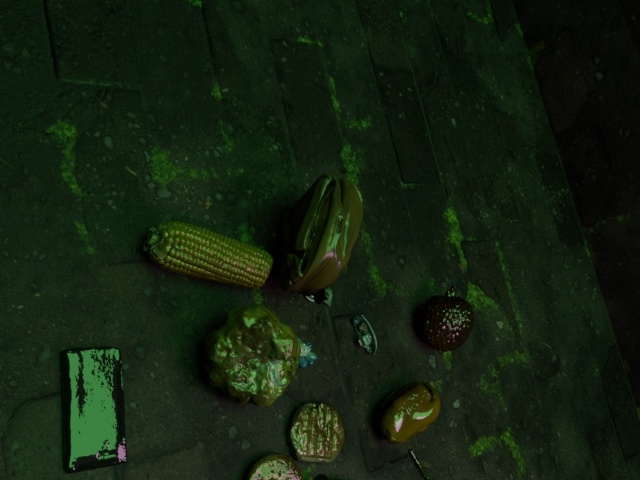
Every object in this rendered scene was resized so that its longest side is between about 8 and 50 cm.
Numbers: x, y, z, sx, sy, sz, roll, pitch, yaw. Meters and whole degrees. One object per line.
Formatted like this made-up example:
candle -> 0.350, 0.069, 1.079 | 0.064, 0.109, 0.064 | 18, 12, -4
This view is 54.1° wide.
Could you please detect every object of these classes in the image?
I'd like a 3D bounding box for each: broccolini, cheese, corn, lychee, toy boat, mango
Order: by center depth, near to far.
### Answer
corn -> -0.297, 0.044, 1.739 | 0.387, 0.144, 0.144 | 17, 64, -32
cheese -> -0.010, 0.167, 1.999 | 0.120, 0.026, 0.067 | 22, 62, -32
mango -> 0.284, 0.557, 2.017 | 0.248, 0.155, 0.151 | -32, 131, -40
toy boat -> 0.145, 0.311, 2.048 | 0.066, 0.059, 0.140 | -30, 95, -53
broccolini -> 0.354, 0.780, 2.070 | 0.042, 0.044, 0.218 | -30, 89, -26
lychee -> 0.446, 0.276, 2.222 | 0.200, 0.200, 0.239 | 19, 78, -33

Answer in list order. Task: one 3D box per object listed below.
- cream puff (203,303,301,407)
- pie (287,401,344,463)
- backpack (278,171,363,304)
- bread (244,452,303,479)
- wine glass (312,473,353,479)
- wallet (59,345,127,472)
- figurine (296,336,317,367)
cream puff -> -0.187, 0.310, 1.700 | 0.281, 0.185, 0.282 | 0, 90, -13
pie -> -0.012, 0.562, 1.842 | 0.195, 0.046, 0.195 | 13, 68, -35
backpack -> -0.006, -0.002, 1.870 | 0.201, 0.353, 0.378 | 23, 60, -16
bread -> -0.127, 0.675, 1.700 | 0.193, 0.064, 0.194 | 11, 67, -29
wine glass -> 0.084, 0.746, 1.816 | 0.230, 0.103, 0.103 | 25, 60, -33
wallet -> -0.538, 0.395, 1.490 | 0.145, 0.030, 0.286 | 2, 74, -35
figurine -> -0.073, 0.337, 1.851 | 0.114, 0.079, 0.114 | 19, 40, -17
